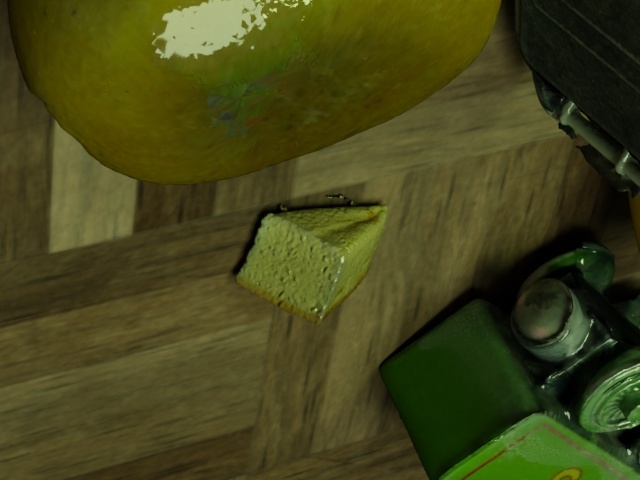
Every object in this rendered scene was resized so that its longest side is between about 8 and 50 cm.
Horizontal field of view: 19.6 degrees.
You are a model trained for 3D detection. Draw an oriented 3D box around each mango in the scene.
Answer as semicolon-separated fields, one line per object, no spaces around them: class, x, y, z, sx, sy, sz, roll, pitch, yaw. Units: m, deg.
mango;-0.026;-0.148;1.173;0.365;0.182;0.253;2;136;-42

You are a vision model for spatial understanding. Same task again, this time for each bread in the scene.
bread;0.000;0.000;1.485;0.109;0.080;0.084;-44;161;-53

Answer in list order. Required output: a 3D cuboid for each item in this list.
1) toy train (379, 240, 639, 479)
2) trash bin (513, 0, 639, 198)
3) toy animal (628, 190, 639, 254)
toy train;0.223;0.149;1.682;0.249;0.173;0.307;-38;142;15
trash bin;0.336;-0.209;1.342;0.368;0.256;0.296;-30;141;-19
toy animal;0.419;-0.056;1.585;0.345;0.277;0.247;-52;167;33
